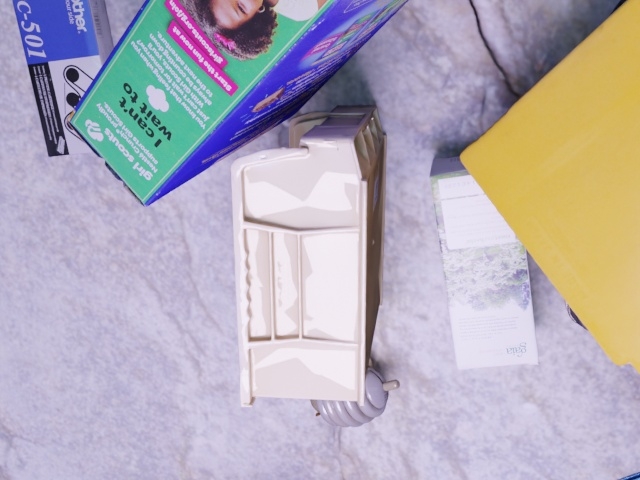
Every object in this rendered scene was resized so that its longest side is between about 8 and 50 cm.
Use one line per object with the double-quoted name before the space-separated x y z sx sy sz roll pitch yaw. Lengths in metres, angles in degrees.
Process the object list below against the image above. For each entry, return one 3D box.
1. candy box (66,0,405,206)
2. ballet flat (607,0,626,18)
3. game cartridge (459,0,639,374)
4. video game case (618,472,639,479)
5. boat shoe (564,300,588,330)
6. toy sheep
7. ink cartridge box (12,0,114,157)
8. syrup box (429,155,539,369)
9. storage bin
"candy box" -0.045 -0.196 0.653 0.122 0.268 0.317 50 134 -3
"ballet flat" 0.339 -0.262 0.738 0.057 0.049 0.173 12 118 -39
"game cartridge" 0.315 -0.063 0.606 0.285 0.053 0.324 56 132 12
"video game case" 0.434 0.352 0.921 0.166 0.015 0.119 -28 100 17
"boat shoe" 0.336 0.010 0.805 0.075 0.065 0.206 16 109 5
"toy sheep" 0.041 0.193 0.909 0.132 0.091 0.091 -22 103 35
"ink cartridge box" -0.301 -0.210 0.866 0.097 0.046 0.207 -5 106 11
"syrup box" 0.189 0.023 0.820 0.093 0.096 0.237 -8 106 13
"storage bin" 0.000 0.000 0.761 0.123 0.262 0.260 2 107 9
